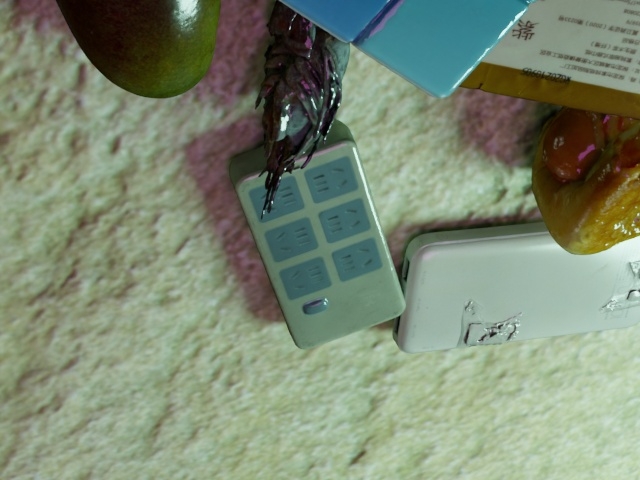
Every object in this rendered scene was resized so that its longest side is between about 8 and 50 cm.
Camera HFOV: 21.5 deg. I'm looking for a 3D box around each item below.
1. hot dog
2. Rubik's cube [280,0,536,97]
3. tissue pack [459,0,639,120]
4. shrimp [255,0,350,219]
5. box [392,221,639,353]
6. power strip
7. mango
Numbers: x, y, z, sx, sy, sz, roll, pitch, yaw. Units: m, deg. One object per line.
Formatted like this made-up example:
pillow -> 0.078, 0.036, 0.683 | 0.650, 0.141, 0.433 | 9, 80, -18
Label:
hot dog -> 0.317, -0.100, 1.571 | 0.257, 0.150, 0.153 | -23, 143, -1
Rubik's cube -> 0.034, -0.328, 1.155 | 0.290, 0.291, 0.291 | 29, 113, -38
tissue pack -> 0.202, -0.194, 1.347 | 0.226, 0.092, 0.183 | 9, 133, -10
shrimp -> -0.020, -0.121, 1.447 | 0.079, 0.090, 0.233 | -7, 120, -43
box -> 0.215, 0.044, 1.723 | 0.285, 0.044, 0.142 | -5, 128, -18
power strip -> 0.000, 0.000, 1.596 | 0.118, 0.046, 0.270 | -22, 135, -3
mango -> -0.142, -0.207, 1.313 | 0.133, 0.111, 0.267 | -32, 140, -9
